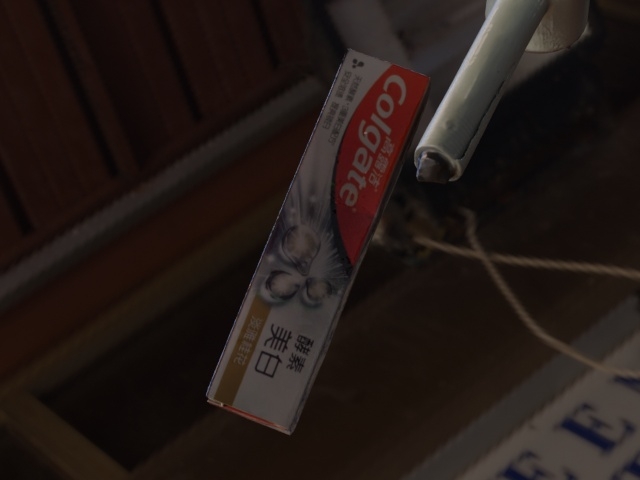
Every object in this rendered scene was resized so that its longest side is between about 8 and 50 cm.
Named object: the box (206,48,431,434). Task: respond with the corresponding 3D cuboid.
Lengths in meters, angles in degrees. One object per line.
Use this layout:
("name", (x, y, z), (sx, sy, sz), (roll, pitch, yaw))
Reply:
("box", (0.000, 0.000, 0.950), (0.055, 0.039, 0.218), (23, -97, 3))

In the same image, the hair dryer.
("hair dryer", (0.114, -0.135, 1.119), (0.236, 0.073, 0.131), (-58, -19, -28))
